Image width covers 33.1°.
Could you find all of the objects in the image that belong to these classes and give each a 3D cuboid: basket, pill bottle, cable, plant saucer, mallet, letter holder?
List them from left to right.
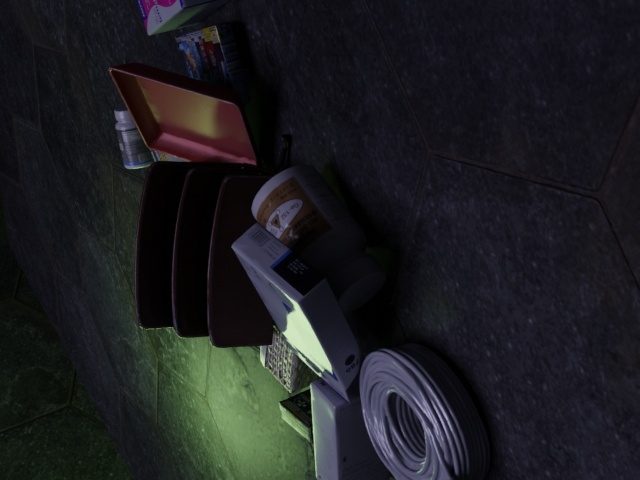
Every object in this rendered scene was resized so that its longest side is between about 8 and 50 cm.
[{"bbox_3d":[-0.427,-0.240,2.478,0.078,0.078,0.137,23,128,57],"label":"pill bottle"},{"bbox_3d":[-0.227,-0.219,1.941,0.258,0.047,0.259,18,157,17],"label":"plant saucer"},{"bbox_3d":[-0.196,0.022,1.863,0.152,0.214,0.302,22,110,58],"label":"letter holder"},{"bbox_3d":[-0.072,-0.110,1.924,0.039,0.062,0.189,49,133,34],"label":"mallet"},{"bbox_3d":[-0.034,0.182,1.963,0.103,0.113,0.167,47,146,33],"label":"basket"},{"bbox_3d":[0.000,0.000,1.733,0.229,0.131,0.131,53,150,23],"label":"pill bottle"},{"bbox_3d":[0.158,0.283,1.680,0.257,0.089,0.257,8,114,63],"label":"cable"}]

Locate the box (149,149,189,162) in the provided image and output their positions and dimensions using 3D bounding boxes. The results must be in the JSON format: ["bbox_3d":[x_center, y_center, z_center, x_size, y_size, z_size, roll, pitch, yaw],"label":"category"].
[{"bbox_3d":[-0.301,-0.179,2.297,0.231,0.056,0.183,67,155,5],"label":"box"}]

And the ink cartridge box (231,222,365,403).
[{"bbox_3d":[-0.022,0.121,1.706,0.165,0.065,0.332,38,162,33],"label":"ink cartridge box"}]

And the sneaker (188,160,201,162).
[{"bbox_3d":[-0.181,-0.028,2.061,0.153,0.101,0.268,12,137,21],"label":"sneaker"}]

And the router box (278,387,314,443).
[{"bbox_3d":[-0.010,0.327,2.037,0.122,0.092,0.038,29,133,55],"label":"router box"}]

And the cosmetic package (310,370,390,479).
[{"bbox_3d":[0.055,0.336,1.891,0.085,0.117,0.231,40,143,46],"label":"cosmetic package"}]

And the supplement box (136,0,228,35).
[{"bbox_3d":[-0.246,-0.454,1.927,0.220,0.114,0.111,-8,101,66],"label":"supplement box"}]

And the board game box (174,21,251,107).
[{"bbox_3d":[-0.181,-0.295,1.970,0.194,0.060,0.194,9,118,61],"label":"board game box"}]
